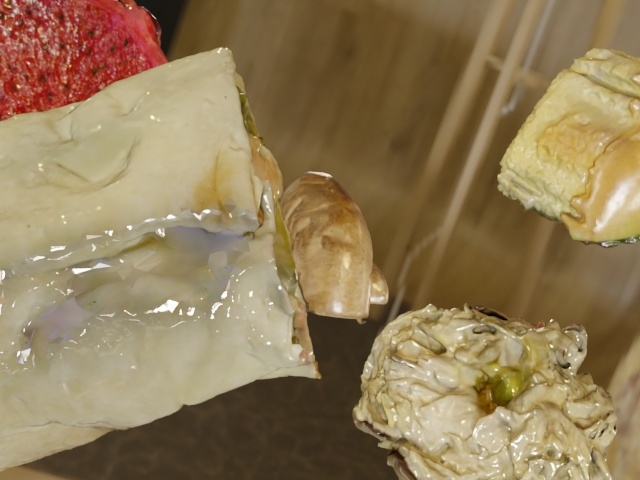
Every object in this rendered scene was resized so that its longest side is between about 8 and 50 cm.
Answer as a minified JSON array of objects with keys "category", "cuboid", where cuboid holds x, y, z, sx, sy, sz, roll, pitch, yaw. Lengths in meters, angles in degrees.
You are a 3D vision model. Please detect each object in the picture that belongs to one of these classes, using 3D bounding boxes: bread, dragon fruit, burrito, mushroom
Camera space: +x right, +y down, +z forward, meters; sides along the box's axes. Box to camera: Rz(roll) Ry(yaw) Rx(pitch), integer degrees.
[{"category":"bread","cuboid":[0.296,-0.108,1.418,0.251,0.133,0.174,-20,32,-27]},{"category":"dragon fruit","cuboid":[-0.335,-0.098,1.675,0.371,0.386,0.249,49,-32,-22]},{"category":"burrito","cuboid":[-0.171,0.038,0.834,0.331,0.190,0.135,-21,9,3]},{"category":"mushroom","cuboid":[0.000,0.000,1.751,0.156,0.151,0.285,4,8,-11]}]

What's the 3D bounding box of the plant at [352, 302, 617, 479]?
[{"category":"plant","cuboid":[0.067,0.088,0.637,0.104,0.122,0.117,-10,58,-3]}]
